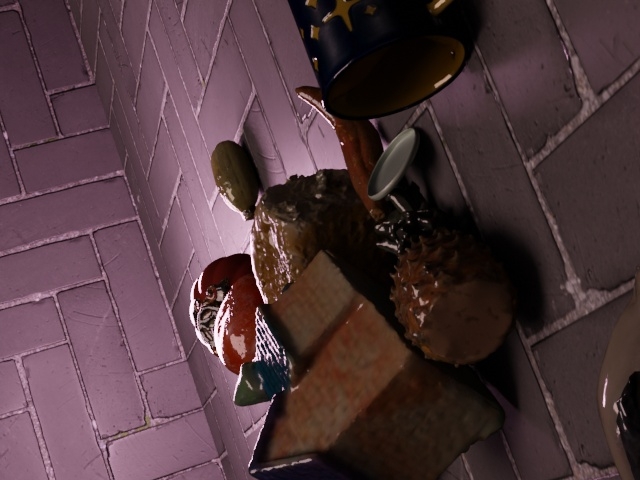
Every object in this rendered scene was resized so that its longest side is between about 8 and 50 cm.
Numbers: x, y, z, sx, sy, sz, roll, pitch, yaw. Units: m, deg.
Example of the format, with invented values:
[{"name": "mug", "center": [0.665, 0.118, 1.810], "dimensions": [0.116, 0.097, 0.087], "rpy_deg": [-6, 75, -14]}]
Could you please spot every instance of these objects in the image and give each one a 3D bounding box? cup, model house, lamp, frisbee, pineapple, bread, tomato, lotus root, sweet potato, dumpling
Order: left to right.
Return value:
[{"name": "lotus root", "center": [-0.170, -0.117, 2.293], "dimensions": [0.090, 0.077, 0.183], "rpy_deg": [110, 142, -63]}, {"name": "lamp", "center": [-0.155, 0.139, 2.244], "dimensions": [0.227, 0.227, 0.227], "rpy_deg": [164, 90, -72]}, {"name": "tomato", "center": [-0.075, 0.156, 2.034], "dimensions": [0.232, 0.232, 0.188], "rpy_deg": [51, 134, 51]}, {"name": "bread", "center": [0.000, 0.000, 1.689], "dimensions": [0.176, 0.195, 0.246], "rpy_deg": [40, 141, 49]}, {"name": "model house", "center": [0.028, 0.212, 1.511], "dimensions": [0.245, 0.280, 0.312], "rpy_deg": [34, -170, -36]}, {"name": "sweet potato", "center": [0.050, -0.131, 1.611], "dimensions": [0.058, 0.078, 0.255], "rpy_deg": [102, 146, -57]}, {"name": "cup", "center": [0.080, -0.310, 1.315], "dimensions": [0.178, 0.255, 0.256], "rpy_deg": [23, -136, -63]}, {"name": "frisbee", "center": [0.097, -0.100, 1.495], "dimensions": [0.014, 0.110, 0.110], "rpy_deg": [32, 171, -16]}, {"name": "pineapple", "center": [0.141, 0.037, 1.410], "dimensions": [0.170, 0.141, 0.310], "rpy_deg": [55, -176, -26]}, {"name": "dumpling", "center": [0.303, 0.155, 0.971], "dimensions": [0.204, 0.163, 0.293], "rpy_deg": [15, 131, 65]}]
